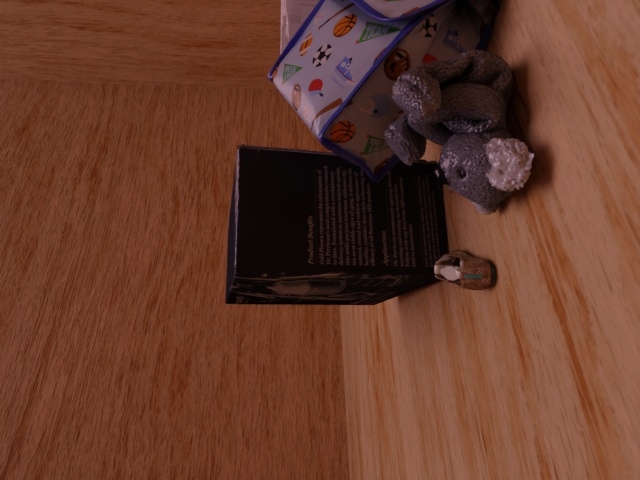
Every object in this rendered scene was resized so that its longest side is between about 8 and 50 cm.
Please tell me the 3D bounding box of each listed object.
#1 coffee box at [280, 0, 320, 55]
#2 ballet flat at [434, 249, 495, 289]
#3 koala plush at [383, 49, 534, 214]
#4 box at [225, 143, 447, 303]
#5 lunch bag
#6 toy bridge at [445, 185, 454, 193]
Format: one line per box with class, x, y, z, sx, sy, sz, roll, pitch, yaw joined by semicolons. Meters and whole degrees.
coffee box;0.031;-0.897;1.789;0.334;0.338;0.338;-76;-8;-50
ballet flat;0.257;0.053;0.820;0.206;0.067;0.073;160;109;-86
koala plush;0.237;-0.153;0.664;0.196;0.204;0.221;74;173;-73
box;0.000;0.000;1.127;0.480;0.473;0.297;130;142;-69
lunch bag;0.109;-0.380;0.854;0.385;0.239;0.327;-47;46;19
toy bridge;0.276;-0.191;0.881;0.063;0.026;0.188;-97;9;-77
